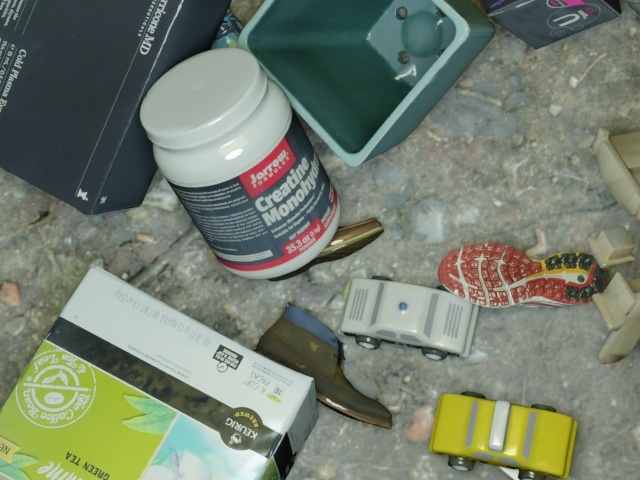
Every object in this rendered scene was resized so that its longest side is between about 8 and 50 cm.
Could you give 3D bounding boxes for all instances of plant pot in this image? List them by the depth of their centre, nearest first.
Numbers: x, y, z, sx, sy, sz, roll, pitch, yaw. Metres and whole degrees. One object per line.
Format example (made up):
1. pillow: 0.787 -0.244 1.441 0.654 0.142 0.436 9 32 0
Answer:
1. plant pot: 0.091 -0.280 1.730 0.247 0.252 0.248 47 117 13

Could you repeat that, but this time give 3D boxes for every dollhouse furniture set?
1. dollhouse furniture set: 0.431 -0.030 1.719 0.303 0.174 0.355 -9 54 -21

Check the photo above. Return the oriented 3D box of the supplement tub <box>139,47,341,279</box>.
1. supplement tub: -0.103 -0.098 1.678 0.191 0.272 0.191 -17 41 15

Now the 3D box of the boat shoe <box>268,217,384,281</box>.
1. boat shoe: 0.000 0.000 1.773 0.178 0.064 0.060 -20 77 1

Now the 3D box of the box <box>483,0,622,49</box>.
1. box: 0.308 -0.435 1.789 0.143 0.165 0.270 -19 70 32

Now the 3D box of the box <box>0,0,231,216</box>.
1. box: -0.345 -0.255 1.749 0.312 0.179 0.343 29 103 12

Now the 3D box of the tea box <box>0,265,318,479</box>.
1. tea box: -0.220 0.266 1.626 0.329 0.220 0.323 26 73 11

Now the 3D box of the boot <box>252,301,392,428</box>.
1. boot: 0.016 0.170 1.718 0.219 0.082 0.106 25 81 12

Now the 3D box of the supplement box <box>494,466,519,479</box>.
1. supplement box: 0.248 0.274 1.695 0.098 0.036 0.062 40 80 14

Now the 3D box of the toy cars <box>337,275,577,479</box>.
1. toy cars: 0.174 0.172 1.675 0.176 0.087 0.394 -37 66 -5

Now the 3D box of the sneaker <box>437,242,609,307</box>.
1. sneaker: 0.270 0.059 1.719 0.225 0.093 0.088 7 77 -3

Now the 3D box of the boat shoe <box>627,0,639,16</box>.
1. boat shoe: 0.520 -0.466 1.846 0.109 0.091 0.305 19 74 40

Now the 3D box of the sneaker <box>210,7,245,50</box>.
1. sneaker: -0.185 -0.332 1.842 0.104 0.125 0.262 -38 76 -6
